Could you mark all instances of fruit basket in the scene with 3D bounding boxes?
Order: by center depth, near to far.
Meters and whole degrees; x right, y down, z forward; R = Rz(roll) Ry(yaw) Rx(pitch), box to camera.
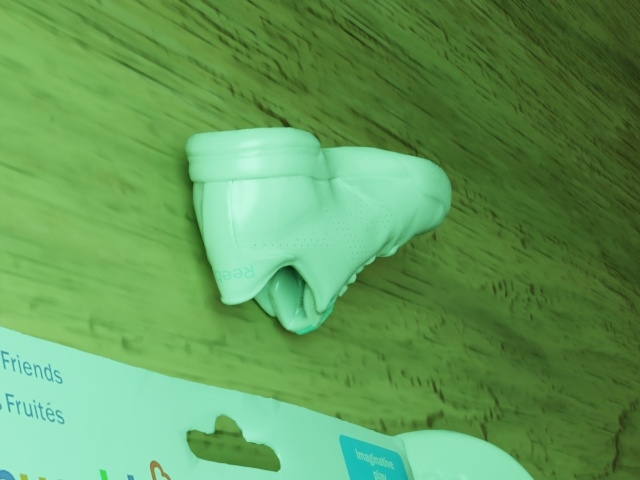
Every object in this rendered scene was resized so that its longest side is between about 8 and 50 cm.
[{"bbox_3d":[0.015,0.203,0.594,0.327,0.165,0.353,25,47,-55],"label":"fruit basket"}]

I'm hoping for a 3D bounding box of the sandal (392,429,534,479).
[{"bbox_3d":[0.089,0.294,0.783,0.102,0.169,0.416,120,-35,-63],"label":"sandal"}]

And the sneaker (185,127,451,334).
[{"bbox_3d":[0.000,0.000,0.852,0.212,0.080,0.094,5,82,-59],"label":"sneaker"}]
